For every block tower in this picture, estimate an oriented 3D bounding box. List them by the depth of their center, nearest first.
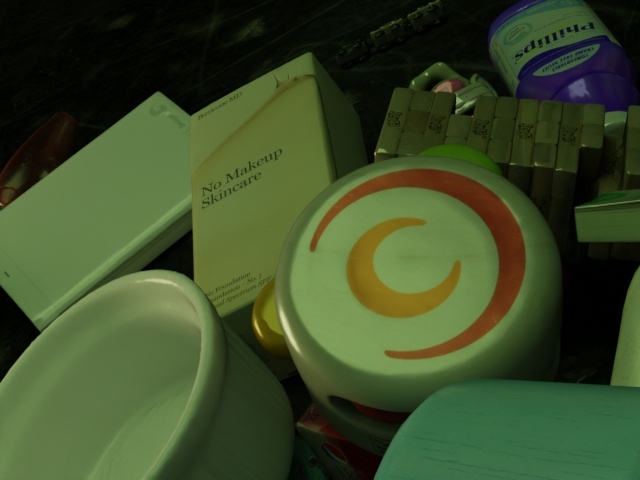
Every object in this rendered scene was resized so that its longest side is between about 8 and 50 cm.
[{"bbox_3d":[0.216,-0.048,0.917,0.335,0.091,0.097,7,44,11],"label":"block tower"}]

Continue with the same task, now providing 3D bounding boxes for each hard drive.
[{"bbox_3d":[-0.257,-0.037,1.411,0.307,0.040,0.203,-40,51,-14],"label":"hard drive"}]

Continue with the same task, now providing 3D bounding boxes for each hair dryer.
[{"bbox_3d":[-0.334,-0.074,1.559,0.223,0.080,0.294,-26,44,-3],"label":"hair dryer"}]

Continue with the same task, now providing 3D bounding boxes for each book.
[{"bbox_3d":[0.250,-0.022,0.764,0.144,0.035,0.096,-5,8,29],"label":"book"}]

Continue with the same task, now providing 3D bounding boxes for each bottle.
[{"bbox_3d":[0.248,-0.152,1.152,0.118,0.092,0.283,-24,33,9],"label":"bottle"}]

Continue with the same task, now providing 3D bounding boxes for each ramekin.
[{"bbox_3d":[-0.153,0.173,0.944,0.277,0.135,0.277,-29,36,24],"label":"ramekin"}]

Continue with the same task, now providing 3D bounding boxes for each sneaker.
[{"bbox_3d":[0.145,-0.097,1.142,0.103,0.111,0.252,-34,32,-5],"label":"sneaker"}]

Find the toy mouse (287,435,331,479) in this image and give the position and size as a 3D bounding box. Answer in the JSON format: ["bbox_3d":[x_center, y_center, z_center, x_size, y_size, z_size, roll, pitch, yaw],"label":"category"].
[{"bbox_3d":[-0.048,0.197,0.971,0.161,0.031,0.143,-12,37,28],"label":"toy mouse"}]

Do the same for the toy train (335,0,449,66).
[{"bbox_3d":[0.092,-0.267,1.504,0.158,0.027,0.036,-24,22,12],"label":"toy train"}]

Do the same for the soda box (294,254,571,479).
[{"bbox_3d":[0.099,0.088,0.951,0.092,0.083,0.263,9,49,43],"label":"soda box"}]

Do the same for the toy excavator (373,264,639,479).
[{"bbox_3d":[0.174,0.140,0.654,0.222,0.433,0.445,0,71,39],"label":"toy excavator"}]

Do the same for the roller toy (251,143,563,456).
[{"bbox_3d":[0.070,0.053,0.817,0.209,0.146,0.191,-30,58,-8],"label":"roller toy"}]

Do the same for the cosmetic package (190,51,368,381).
[{"bbox_3d":[-0.034,-0.027,1.143,0.160,0.113,0.310,-27,42,16],"label":"cosmetic package"}]
